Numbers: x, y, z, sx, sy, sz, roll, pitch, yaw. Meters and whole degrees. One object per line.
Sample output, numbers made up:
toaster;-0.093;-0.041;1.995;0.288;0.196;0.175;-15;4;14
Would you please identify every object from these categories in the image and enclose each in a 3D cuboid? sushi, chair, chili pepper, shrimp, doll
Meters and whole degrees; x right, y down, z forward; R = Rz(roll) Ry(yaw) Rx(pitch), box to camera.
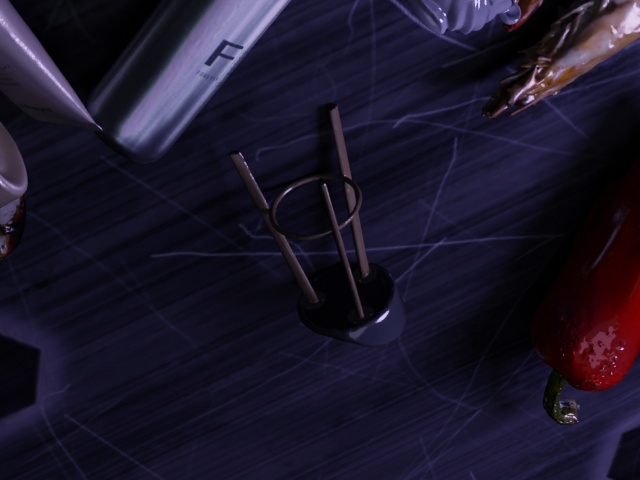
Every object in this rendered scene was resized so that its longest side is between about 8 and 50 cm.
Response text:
sushi;-0.262;-0.018;1.476;0.046;0.044;0.083;-2;131;-18
chair;0.001;0.000;1.568;0.095;0.104;0.221;-7;131;19
chili pepper;0.280;0.030;1.685;0.110;0.110;0.387;7;124;-26
shrimp;0.211;-0.194;1.505;0.236;0.053;0.133;-42;133;11
doll;0.086;-0.217;1.427;0.180;0.079;0.094;26;75;-28

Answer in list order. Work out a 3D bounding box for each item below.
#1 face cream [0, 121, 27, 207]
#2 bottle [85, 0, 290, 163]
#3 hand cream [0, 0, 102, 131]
face cream;-0.393;0.005;1.429;0.341;0.084;0.137;-27;139;13
bottle;-0.081;-0.171;1.399;0.253;0.079;0.096;-50;165;22
hand cream;-0.241;-0.147;1.363;0.054;0.087;0.186;-56;133;-23
